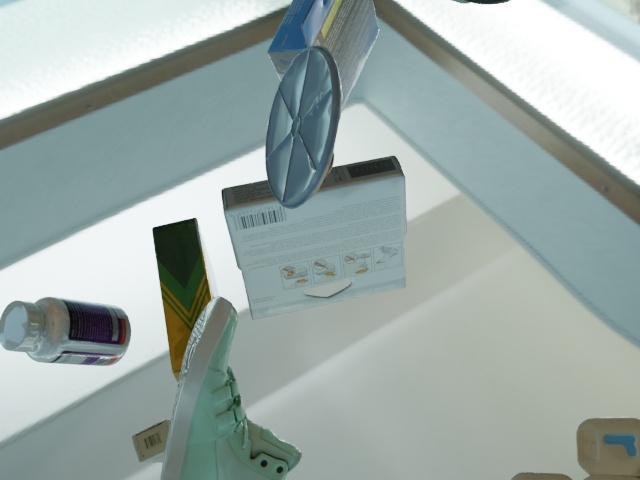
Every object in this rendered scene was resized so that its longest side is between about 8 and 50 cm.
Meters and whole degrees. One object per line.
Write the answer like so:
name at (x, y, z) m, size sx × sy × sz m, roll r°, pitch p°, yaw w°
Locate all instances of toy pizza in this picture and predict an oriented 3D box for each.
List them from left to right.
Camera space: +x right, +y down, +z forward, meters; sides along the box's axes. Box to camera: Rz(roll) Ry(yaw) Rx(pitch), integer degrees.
toy pizza at (-0.017, -0.137, 0.870) m, size 0.032 × 0.201 × 0.201 m, roll 8°, pitch -134°, yaw -26°

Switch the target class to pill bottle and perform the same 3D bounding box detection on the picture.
pill bottle at (-0.420, 0.149, 1.164) m, size 0.108 × 0.194 × 0.108 m, roll -9°, pitch -106°, yaw 33°

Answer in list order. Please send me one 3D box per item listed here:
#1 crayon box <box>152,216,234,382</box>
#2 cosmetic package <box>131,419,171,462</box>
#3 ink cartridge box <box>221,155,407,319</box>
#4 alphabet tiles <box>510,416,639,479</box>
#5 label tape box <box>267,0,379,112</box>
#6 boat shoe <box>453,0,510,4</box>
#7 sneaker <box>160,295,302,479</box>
crayon box at (-0.205, 0.151, 1.185) m, size 0.083 × 0.203 × 0.322 m, roll -13°, pitch -123°, yaw -7°
cosmetic package at (-0.219, 0.294, 1.031) m, size 0.060 × 0.115 × 0.041 m, roll -27°, pitch -112°, yaw 4°
ink cartridge box at (0.000, 0.000, 1.125) m, size 0.275 × 0.238 × 0.060 m, roll -11°, pitch -138°, yaw -4°
alphabet tiles at (0.304, 0.300, 0.628) m, size 0.278 × 0.021 × 0.284 m, roll -9°, pitch -123°, yaw 32°
label tape box at (0.003, -0.415, 1.347) m, size 0.106 × 0.333 × 0.240 m, roll 19°, pitch -105°, yaw 18°
boat shoe at (0.007, -0.243, 0.393) m, size 0.303 × 0.114 × 0.091 m, roll 31°, pitch -131°, yaw 1°
sneaker at (-0.089, 0.192, 0.804) m, size 0.151 × 0.255 × 0.094 m, roll 11°, pitch -170°, yaw -11°
